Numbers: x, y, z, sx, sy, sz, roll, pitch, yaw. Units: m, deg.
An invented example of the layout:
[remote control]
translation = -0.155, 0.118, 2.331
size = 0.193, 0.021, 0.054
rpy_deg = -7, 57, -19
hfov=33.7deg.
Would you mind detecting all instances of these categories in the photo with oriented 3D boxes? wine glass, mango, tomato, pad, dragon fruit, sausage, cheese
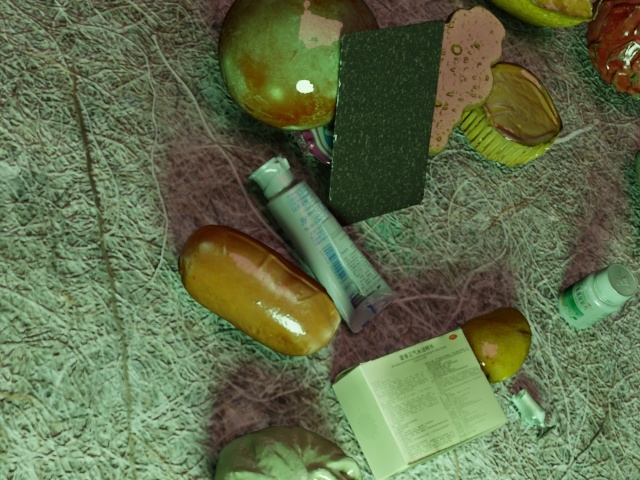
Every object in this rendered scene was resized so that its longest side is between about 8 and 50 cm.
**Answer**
[wine glass]
translation = 0.343, 0.282, 1.720
size = 0.083, 0.042, 0.039
rpy_deg = 51, 14, 9
[mango]
translation = 0.283, 0.172, 1.717
size = 0.165, 0.089, 0.115
rpy_deg = -15, 62, -38
[tomato]
translation = -0.031, -0.316, 1.698
size = 0.270, 0.222, 0.270
rpy_deg = -1, 52, 2
[pad]
translation = 0.104, -0.185, 1.708
size = 0.220, 0.330, 0.004
rpy_deg = -16, 33, -36
[dragon fruit]
translation = 0.666, -0.414, 2.179
size = 0.241, 0.241, 0.252
rpy_deg = -16, 60, -35
[sausage]
translation = -0.088, 0.074, 1.534
size = 0.258, 0.133, 0.133
rpy_deg = 35, 52, -8
[cheese]
translation = 0.061, -0.184, 1.805
size = 0.244, 0.062, 0.155
rpy_deg = -11, 67, -34

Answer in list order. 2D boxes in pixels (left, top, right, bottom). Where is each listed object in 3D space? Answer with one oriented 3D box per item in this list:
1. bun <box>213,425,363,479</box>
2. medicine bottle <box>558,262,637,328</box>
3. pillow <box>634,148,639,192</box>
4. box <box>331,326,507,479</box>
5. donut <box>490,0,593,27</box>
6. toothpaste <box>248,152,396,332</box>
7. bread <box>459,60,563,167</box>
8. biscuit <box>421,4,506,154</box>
[bun]
translation = -0.030, 0.346, 1.411
size = 0.231, 0.133, 0.231
rpy_deg = 15, 58, -25
[medicine bottle]
translation = 0.483, 0.095, 1.843
size = 0.080, 0.130, 0.080
rpy_deg = 13, 58, -22
[pillow]
translation = 0.777, -0.054, 2.102
size = 0.322, 0.120, 0.255
rpy_deg = 13, 56, -21
[box]
translation = 0.149, 0.243, 1.593
size = 0.212, 0.095, 0.168
rpy_deg = -14, 73, -35
[donut]
translation = 0.456, -0.657, 2.179
size = 0.378, 0.163, 0.435
rpy_deg = 43, 67, -14
[toothpaste]
translation = 0.000, 0.000, 1.670
size = 0.114, 0.073, 0.299
rpy_deg = -38, 93, -39
[bread]
translation = 0.346, -0.232, 1.969
size = 0.199, 0.104, 0.199
rpy_deg = 11, 58, -19
[biscuit]
translation = 0.213, -0.289, 1.849
size = 0.186, 0.044, 0.295
rpy_deg = 47, 73, -7
